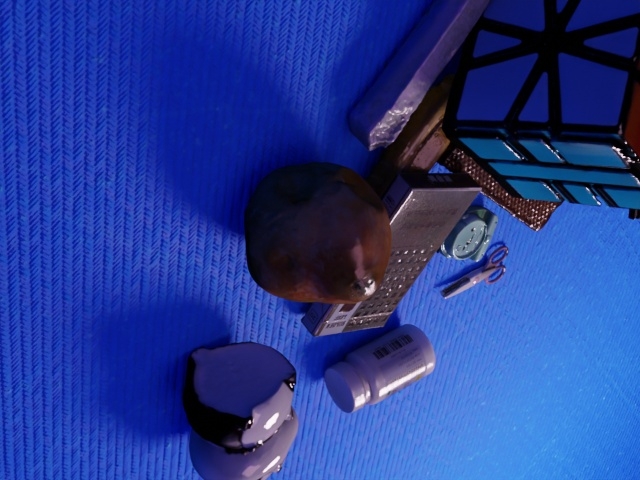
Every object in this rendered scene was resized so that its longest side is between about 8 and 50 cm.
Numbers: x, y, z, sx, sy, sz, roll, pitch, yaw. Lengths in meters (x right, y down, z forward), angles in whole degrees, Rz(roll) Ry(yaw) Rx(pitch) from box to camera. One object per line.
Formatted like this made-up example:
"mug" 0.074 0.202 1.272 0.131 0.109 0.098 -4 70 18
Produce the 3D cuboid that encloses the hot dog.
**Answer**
"hot dog" 0.137 -0.137 1.607 0.083 0.068 0.289 30 103 -40

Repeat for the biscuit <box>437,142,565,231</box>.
"biscuit" 0.311 -0.123 1.777 0.388 0.073 0.107 26 102 -49

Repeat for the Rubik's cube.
"Rubik's cube" 0.386 -0.228 1.537 0.283 0.288 0.294 35 67 -51

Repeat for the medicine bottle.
"medicine bottle" 0.107 0.230 1.837 0.186 0.103 0.103 -25 134 -29

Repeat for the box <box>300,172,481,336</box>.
"box" 0.112 0.025 1.667 0.180 0.047 0.325 -4 137 -45

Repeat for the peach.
"peach" 0.000 0.000 1.459 0.214 0.235 0.214 -16 122 -27

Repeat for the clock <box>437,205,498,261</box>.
"clock" 0.252 -0.009 1.833 0.135 0.041 0.101 -4 122 -41

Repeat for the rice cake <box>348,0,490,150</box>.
"rice cake" 0.164 -0.291 1.506 0.056 0.072 0.365 30 98 -47

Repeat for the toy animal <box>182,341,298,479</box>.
"toy animal" -0.125 0.288 1.616 0.187 0.165 0.235 -39 140 -40

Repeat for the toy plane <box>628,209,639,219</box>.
"toy plane" 0.678 -0.231 2.005 0.155 0.106 0.382 -17 129 -35

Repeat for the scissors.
"scissors" 0.294 0.070 1.949 0.176 0.022 0.085 -26 136 -30
